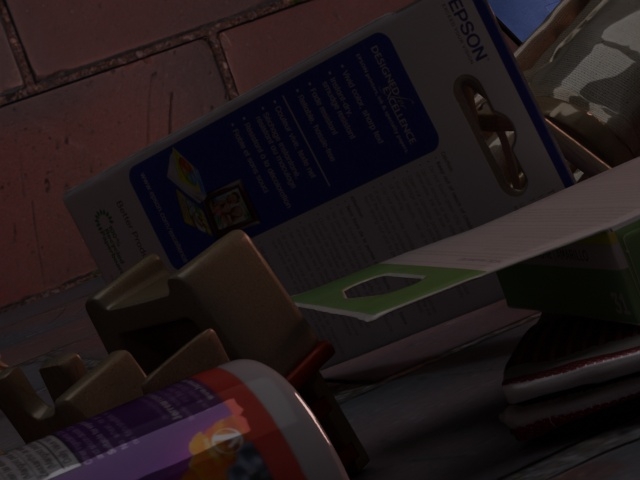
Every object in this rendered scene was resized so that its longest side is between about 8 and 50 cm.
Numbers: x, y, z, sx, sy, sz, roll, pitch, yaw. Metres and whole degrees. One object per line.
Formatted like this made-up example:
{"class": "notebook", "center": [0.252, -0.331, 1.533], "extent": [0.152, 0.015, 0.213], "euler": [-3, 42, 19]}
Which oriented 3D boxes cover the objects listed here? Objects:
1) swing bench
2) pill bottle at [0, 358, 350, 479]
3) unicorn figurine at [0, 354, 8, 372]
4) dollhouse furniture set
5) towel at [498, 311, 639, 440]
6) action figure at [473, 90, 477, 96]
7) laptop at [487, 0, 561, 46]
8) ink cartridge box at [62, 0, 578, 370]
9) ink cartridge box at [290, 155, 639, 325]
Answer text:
{"class": "swing bench", "center": [0.197, -0.119, 1.199], "extent": [0.253, 0.165, 0.255], "euler": [-48, -11, -17]}
{"class": "pill bottle", "center": [-0.087, 0.120, 0.579], "extent": [0.193, 0.108, 0.108], "euler": [-22, 5, -21]}
{"class": "unicorn figurine", "center": [-0.357, 0.125, 1.603], "extent": [0.162, 0.111, 0.060], "euler": [-22, 6, -23]}
{"class": "dollhouse furniture set", "center": [-0.101, 0.116, 0.806], "extent": [0.262, 0.135, 0.259], "euler": [-15, 18, 46]}
{"class": "towel", "center": [0.226, 0.017, 0.913], "extent": [0.237, 0.037, 0.329], "euler": [-18, 6, 19]}
{"class": "action figure", "center": [0.000, 0.000, 1.660], "extent": [0.341, 0.178, 0.330], "euler": [-51, 10, -21]}
{"class": "laptop", "center": [0.400, -0.199, 1.449], "extent": [0.382, 0.236, 0.408], "euler": [-24, 6, -36]}
{"class": "ink cartridge box", "center": [0.005, -0.019, 1.115], "extent": [0.371, 0.176, 0.069], "euler": [-24, 3, 42]}
{"class": "ink cartridge box", "center": [0.113, 0.012, 0.878], "extent": [0.235, 0.056, 0.171], "euler": [-24, 6, -14]}
